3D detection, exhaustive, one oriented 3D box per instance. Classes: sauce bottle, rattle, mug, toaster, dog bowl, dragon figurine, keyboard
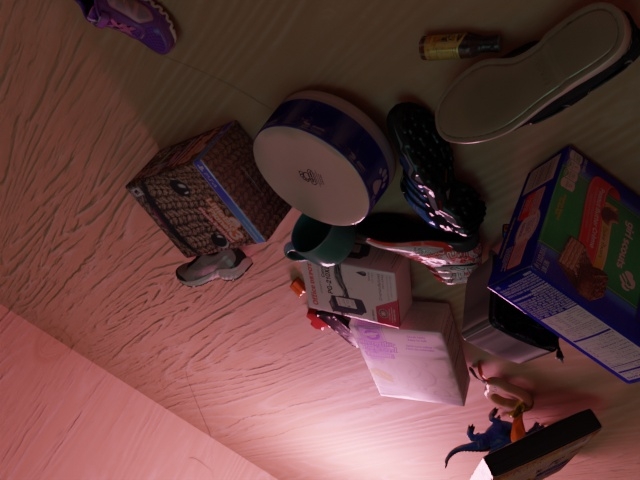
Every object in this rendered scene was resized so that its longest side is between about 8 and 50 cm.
[{"bbox_3d":[0.219,-0.305,1.145,0.128,0.042,0.042,3,140,28],"label":"sauce bottle"},{"bbox_3d":[0.452,0.424,1.896,0.200,0.142,0.130,38,164,-27],"label":"rattle"},{"bbox_3d":[0.006,-0.008,1.610,0.097,0.129,0.158,33,161,-36],"label":"mug"},{"bbox_3d":[0.381,0.145,1.443,0.168,0.185,0.110,23,146,-16],"label":"toaster"},{"bbox_3d":[0.005,-0.154,1.410,0.265,0.104,0.265,26,150,16],"label":"dog bowl"},{"bbox_3d":[0.479,0.559,2.001,0.144,0.289,0.085,49,167,47],"label":"dragon figurine"},{"bbox_3d":[0.076,0.238,1.957,0.108,0.023,0.180,-2,143,49],"label":"keyboard"}]

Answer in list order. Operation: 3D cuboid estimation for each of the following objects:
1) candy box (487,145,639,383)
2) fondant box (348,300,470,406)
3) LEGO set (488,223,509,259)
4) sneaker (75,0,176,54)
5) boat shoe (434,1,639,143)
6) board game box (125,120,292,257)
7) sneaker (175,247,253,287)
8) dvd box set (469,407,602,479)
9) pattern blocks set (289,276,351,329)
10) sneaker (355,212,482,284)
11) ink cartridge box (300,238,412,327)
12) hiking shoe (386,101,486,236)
[{"bbox_3d":[0.473,0.043,1.236,0.317,0.268,0.122,34,150,-11],"label":"candy box"},{"bbox_3d":[0.233,0.285,1.862,0.238,0.096,0.330,2,138,26],"label":"fondant box"},{"bbox_3d":[0.450,0.028,1.450,0.244,0.060,0.182,18,148,-8],"label":"LEGO set"},{"bbox_3d":[-0.377,-0.420,1.346,0.236,0.104,0.095,40,143,-21],"label":"sneaker"},{"bbox_3d":[0.326,-0.238,1.104,0.113,0.127,0.340,-3,160,-41],"label":"boat shoe"},{"bbox_3d":[-0.246,-0.104,1.633,0.291,0.141,0.232,-12,125,44],"label":"board game box"},{"bbox_3d":[-0.297,0.054,1.960,0.272,0.100,0.108,-14,115,41],"label":"sneaker"},{"bbox_3d":[0.535,0.586,1.913,0.420,0.308,0.062,85,161,-59],"label":"dvd box set"},{"bbox_3d":[0.053,0.161,1.910,0.286,0.026,0.324,9,143,25],"label":"pattern blocks set"},{"bbox_3d":[0.211,0.024,1.554,0.270,0.090,0.145,5,138,26],"label":"sneaker"},{"bbox_3d":[0.084,0.089,1.700,0.237,0.100,0.172,10,131,24],"label":"ink cartridge box"},{"bbox_3d":[0.186,-0.120,1.359,0.132,0.113,0.304,1,134,47],"label":"hiking shoe"}]
